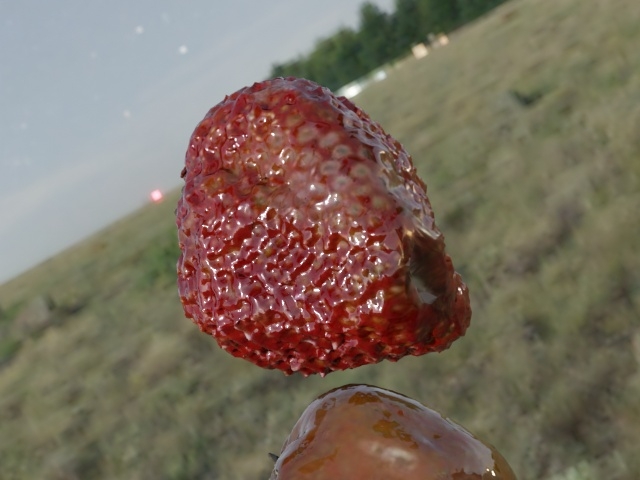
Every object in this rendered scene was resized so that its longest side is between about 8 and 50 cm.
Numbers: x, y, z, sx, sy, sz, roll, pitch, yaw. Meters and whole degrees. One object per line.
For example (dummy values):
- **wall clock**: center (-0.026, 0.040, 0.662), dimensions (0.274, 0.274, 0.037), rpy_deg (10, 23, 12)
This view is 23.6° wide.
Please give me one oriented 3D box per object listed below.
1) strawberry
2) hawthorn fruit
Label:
- **strawberry**: center (0.000, 0.000, 1.468), dimensions (0.267, 0.312, 0.351), rpy_deg (-32, 27, -17)
- **hawthorn fruit**: center (0.047, 0.165, 0.836), dimensions (0.149, 0.189, 0.149), rpy_deg (-37, -35, -32)
